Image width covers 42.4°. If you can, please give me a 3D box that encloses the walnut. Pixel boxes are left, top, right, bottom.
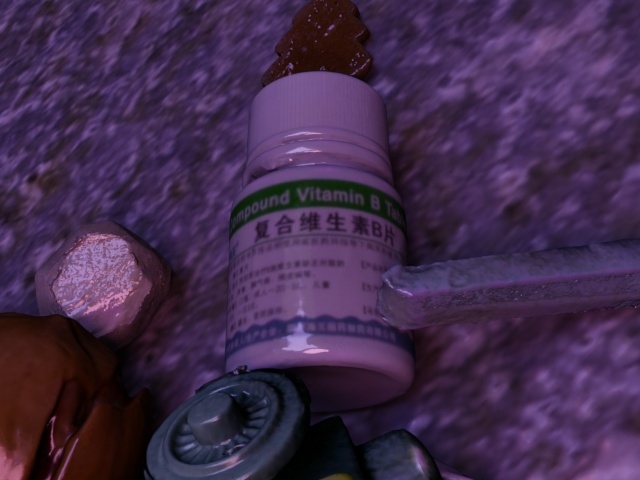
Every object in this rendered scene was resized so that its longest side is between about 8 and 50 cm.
[{"bbox_3d":[-0.266,0.214,0.634,0.209,0.209,0.336,28,82,36],"label":"walnut"}]

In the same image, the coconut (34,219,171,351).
[{"bbox_3d":[-0.198,0.047,0.729,0.110,0.110,0.124,32,81,36],"label":"coconut"}]

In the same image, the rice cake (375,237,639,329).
[{"bbox_3d":[0.141,0.029,0.535,0.210,0.043,0.034,-6,42,-6],"label":"rice cake"}]

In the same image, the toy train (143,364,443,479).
[{"bbox_3d":[-0.119,0.247,0.425,0.442,0.179,0.272,-25,26,-2],"label":"toy train"}]

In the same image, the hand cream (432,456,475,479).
[{"bbox_3d":[0.126,0.212,0.508,0.257,0.050,0.084,37,85,34],"label":"hand cream"}]

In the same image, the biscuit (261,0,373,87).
[{"bbox_3d":[0.003,-0.186,0.786,0.119,0.019,0.130,-3,66,29],"label":"biscuit"}]

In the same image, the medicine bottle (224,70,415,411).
[{"bbox_3d":[0.000,0.000,0.626,0.139,0.139,0.237,-12,61,24],"label":"medicine bottle"}]
